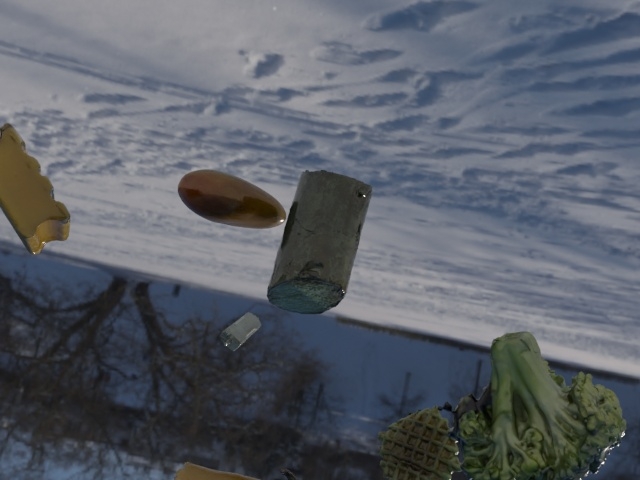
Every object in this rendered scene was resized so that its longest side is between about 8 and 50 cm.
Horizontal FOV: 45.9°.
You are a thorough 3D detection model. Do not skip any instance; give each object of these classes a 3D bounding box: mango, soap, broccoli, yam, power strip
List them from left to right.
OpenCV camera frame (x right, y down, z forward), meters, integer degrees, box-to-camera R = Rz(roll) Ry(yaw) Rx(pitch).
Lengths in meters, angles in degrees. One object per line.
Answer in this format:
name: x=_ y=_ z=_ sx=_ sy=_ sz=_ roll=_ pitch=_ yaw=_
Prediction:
soap: x=-0.581 y=-0.086 z=1.477 sx=0.096 sy=0.204 sz=0.324 roll=-32 pitch=-177 yaw=-19
mango: x=-0.194 y=-0.086 z=1.686 sx=0.253 sy=0.113 sz=0.138 roll=18 pitch=170 yaw=-16
power strip: x=-0.178 y=0.202 z=1.677 sx=0.047 sy=0.030 sz=0.191 roll=45 pitch=-162 yaw=3
yam: x=0.000 y=0.000 z=1.585 sx=0.168 sy=0.304 sz=0.168 roll=14 pitch=165 yaw=4
broccoli: x=0.379 y=0.313 z=1.402 sx=0.294 sy=0.280 sz=0.348 roll=-16 pitch=179 yaw=-21

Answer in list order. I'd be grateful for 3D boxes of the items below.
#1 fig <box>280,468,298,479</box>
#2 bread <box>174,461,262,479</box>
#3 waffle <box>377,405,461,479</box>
fig: x=-0.027 y=0.606 z=1.661 sx=0.202 sy=0.149 sz=0.148 roll=49 pitch=-157 yaw=21
bread: x=-0.146 y=0.411 z=1.124 sx=0.173 sy=0.134 sz=0.085 roll=14 pitch=155 yaw=-8
waffle: x=0.238 y=0.513 z=1.838 sx=0.214 sy=0.207 sz=0.054 roll=-34 pitch=138 yaw=19
